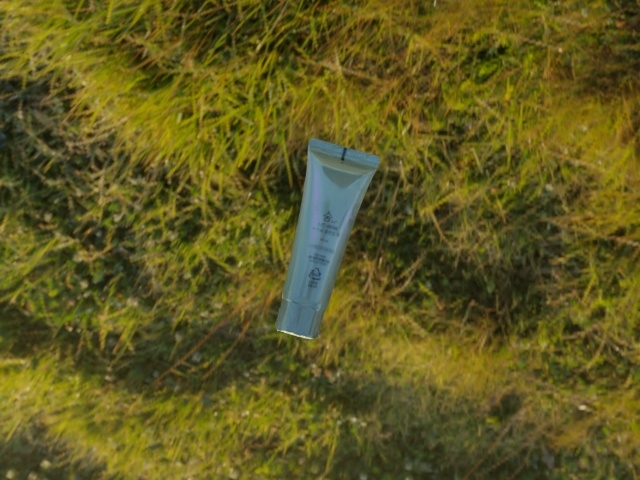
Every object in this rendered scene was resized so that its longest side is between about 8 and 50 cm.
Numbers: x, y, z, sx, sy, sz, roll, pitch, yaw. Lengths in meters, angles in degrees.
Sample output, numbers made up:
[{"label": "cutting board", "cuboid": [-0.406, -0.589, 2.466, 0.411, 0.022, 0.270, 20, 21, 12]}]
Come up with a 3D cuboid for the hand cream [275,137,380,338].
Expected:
[{"label": "hand cream", "cuboid": [0.000, 0.000, 0.912, 0.078, 0.050, 0.205, 15, 90, -5]}]
